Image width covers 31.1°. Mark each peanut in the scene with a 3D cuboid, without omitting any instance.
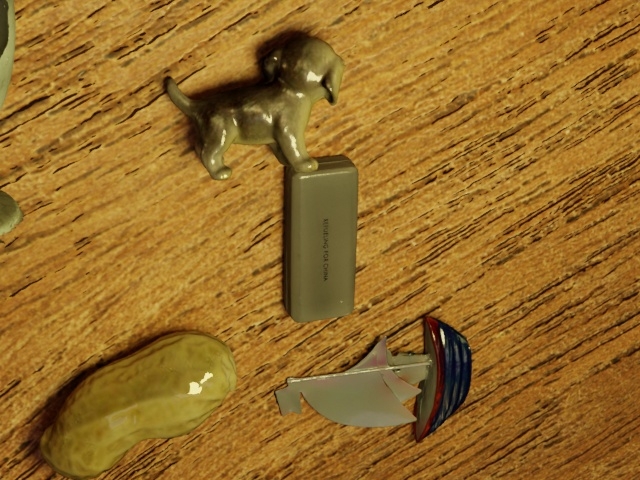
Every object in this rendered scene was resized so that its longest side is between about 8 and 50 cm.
[{"bbox_3d":[-0.261,0.235,1.641,0.306,0.147,0.147,-25,122,-4],"label":"peanut"}]

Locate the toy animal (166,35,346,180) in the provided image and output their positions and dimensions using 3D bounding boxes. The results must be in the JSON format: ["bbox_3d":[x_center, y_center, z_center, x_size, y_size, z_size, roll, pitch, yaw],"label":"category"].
[{"bbox_3d":[-0.071,-0.168,1.526,0.233,0.121,0.168,-17,104,-1],"label":"toy animal"}]

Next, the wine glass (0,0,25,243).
[{"bbox_3d":[-0.446,-0.170,1.340,0.190,0.190,0.357,-5,122,-19],"label":"wine glass"}]

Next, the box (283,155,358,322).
[{"bbox_3d":[0.000,0.000,1.669,0.103,0.055,0.243,-8,118,-17],"label":"box"}]

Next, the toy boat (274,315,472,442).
[{"bbox_3d":[0.102,0.250,1.830,0.318,0.072,0.219,-26,119,-3],"label":"toy boat"}]
